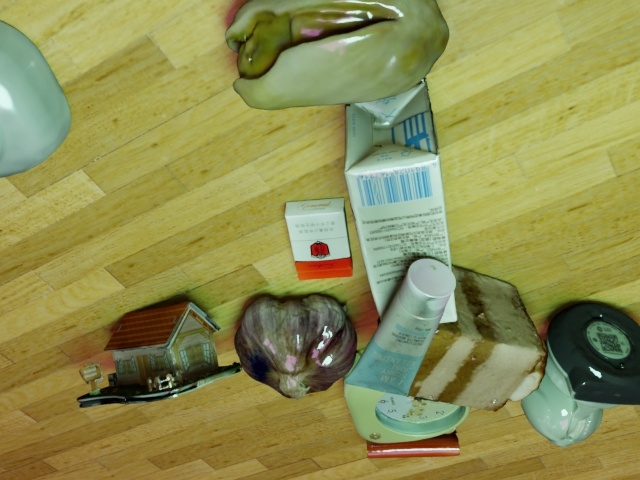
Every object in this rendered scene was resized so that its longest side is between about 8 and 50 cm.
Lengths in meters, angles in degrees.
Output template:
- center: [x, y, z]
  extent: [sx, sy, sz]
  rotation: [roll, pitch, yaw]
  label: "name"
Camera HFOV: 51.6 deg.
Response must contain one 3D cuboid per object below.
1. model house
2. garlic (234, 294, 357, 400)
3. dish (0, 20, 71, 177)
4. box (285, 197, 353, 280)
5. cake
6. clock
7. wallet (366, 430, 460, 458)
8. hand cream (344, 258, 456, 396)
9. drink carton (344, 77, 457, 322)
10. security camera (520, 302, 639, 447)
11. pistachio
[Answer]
- center: [-0.315, 0.205, 1.231]
  extent: [0.293, 0.207, 0.154]
  rotation: [-13, 87, 36]
  label: "model house"
- center: [-0.046, 0.209, 1.251]
  extent: [0.244, 0.161, 0.245]
  rotation: [2, 131, 2]
  label: "garlic"
- center: [-0.503, -0.185, 0.951]
  extent: [0.256, 0.117, 0.256]
  rotation: [1, 132, 1]
  label: "dish"
- center: [0.000, 0.000, 1.142]
  extent: [0.100, 0.048, 0.152]
  rotation: [-3, 134, 8]
  label: "box"
- center: [0.267, 0.171, 1.188]
  extent: [0.292, 0.199, 0.196]
  rotation: [14, 126, -15]
  label: "cake"
- center: [0.209, 0.316, 1.378]
  extent: [0.307, 0.096, 0.235]
  rotation: [-9, 130, 10]
  label: "clock"
- center: [0.207, 0.459, 1.494]
  extent: [0.204, 0.045, 0.142]
  rotation: [-4, 175, 6]
  label: "wallet"
- center: [0.118, 0.153, 1.003]
  extent: [0.111, 0.070, 0.312]
  rotation: [11, 136, -3]
  label: "hand cream"
- center: [0.123, -0.047, 0.993]
  extent: [0.131, 0.194, 0.325]
  rotation: [-8, 131, 11]
  label: "drink carton"
- center: [0.485, 0.268, 1.264]
  extent: [0.196, 0.191, 0.277]
  rotation: [5, 135, -10]
  label: "security camera"
- center: [0.019, -0.255, 0.850]
  extent: [0.287, 0.197, 0.166]
  rotation: [-4, 89, 20]
  label: "pistachio"
